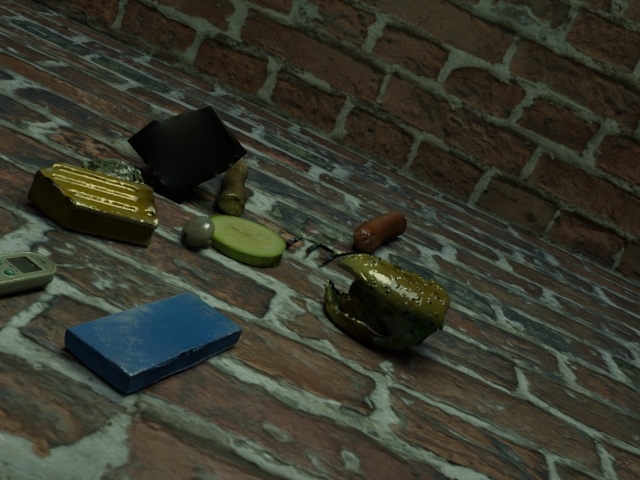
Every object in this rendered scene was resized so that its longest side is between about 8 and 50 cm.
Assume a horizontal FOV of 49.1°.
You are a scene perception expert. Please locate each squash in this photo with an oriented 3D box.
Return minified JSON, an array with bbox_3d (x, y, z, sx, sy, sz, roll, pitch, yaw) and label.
[{"bbox_3d":[-0.191,-0.004,1.756,0.219,0.041,0.219,22,18,-8],"label":"squash"}]

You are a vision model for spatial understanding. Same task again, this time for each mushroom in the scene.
[{"bbox_3d":[-0.280,-0.012,1.642,0.085,0.085,0.079,51,-11,53],"label":"mushroom"}]

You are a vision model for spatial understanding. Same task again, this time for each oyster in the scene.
[{"bbox_3d":[-0.508,-0.148,1.725,0.124,0.064,0.177,-9,46,-36],"label":"oyster"}]

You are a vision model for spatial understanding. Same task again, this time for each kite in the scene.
[{"bbox_3d":[-0.002,0.003,2.015,0.204,0.022,0.360,30,15,12],"label":"kite"}]

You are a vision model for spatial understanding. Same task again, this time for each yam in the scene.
[{"bbox_3d":[-0.250,-0.158,2.048,0.081,0.081,0.357,21,20,-11],"label":"yam"}]

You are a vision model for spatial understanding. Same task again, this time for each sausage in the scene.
[{"bbox_3d":[0.189,-0.030,2.238,0.094,0.094,0.419,11,13,19],"label":"sausage"}]

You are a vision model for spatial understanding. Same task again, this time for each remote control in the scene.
[{"bbox_3d":[-0.531,0.060,1.147,0.078,0.042,0.221,31,18,20],"label":"remote control"}]

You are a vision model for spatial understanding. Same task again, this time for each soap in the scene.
[{"bbox_3d":[-0.487,-0.083,1.507,0.257,0.080,0.160,15,30,-29],"label":"soap"}]

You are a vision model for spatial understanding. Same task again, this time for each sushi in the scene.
[{"bbox_3d":[-0.364,-0.256,1.912,0.215,0.227,0.212,52,-6,-15],"label":"sushi"}]

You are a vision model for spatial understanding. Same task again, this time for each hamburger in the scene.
[{"bbox_3d":[0.154,0.148,1.581,0.287,0.168,0.192,23,17,-9],"label":"hamburger"}]

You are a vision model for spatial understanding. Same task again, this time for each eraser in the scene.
[{"bbox_3d":[-0.272,0.164,1.192,0.144,0.043,0.311,31,19,19],"label":"eraser"}]
